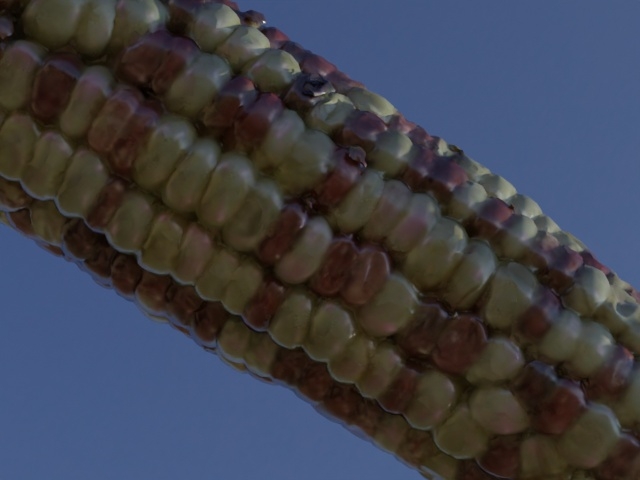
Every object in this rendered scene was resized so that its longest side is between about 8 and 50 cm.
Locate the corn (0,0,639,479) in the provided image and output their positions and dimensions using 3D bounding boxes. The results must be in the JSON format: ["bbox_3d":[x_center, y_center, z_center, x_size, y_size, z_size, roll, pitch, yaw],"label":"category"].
[{"bbox_3d":[0.000,0.000,0.398,0.237,0.079,0.079,32,-51,7],"label":"corn"}]
